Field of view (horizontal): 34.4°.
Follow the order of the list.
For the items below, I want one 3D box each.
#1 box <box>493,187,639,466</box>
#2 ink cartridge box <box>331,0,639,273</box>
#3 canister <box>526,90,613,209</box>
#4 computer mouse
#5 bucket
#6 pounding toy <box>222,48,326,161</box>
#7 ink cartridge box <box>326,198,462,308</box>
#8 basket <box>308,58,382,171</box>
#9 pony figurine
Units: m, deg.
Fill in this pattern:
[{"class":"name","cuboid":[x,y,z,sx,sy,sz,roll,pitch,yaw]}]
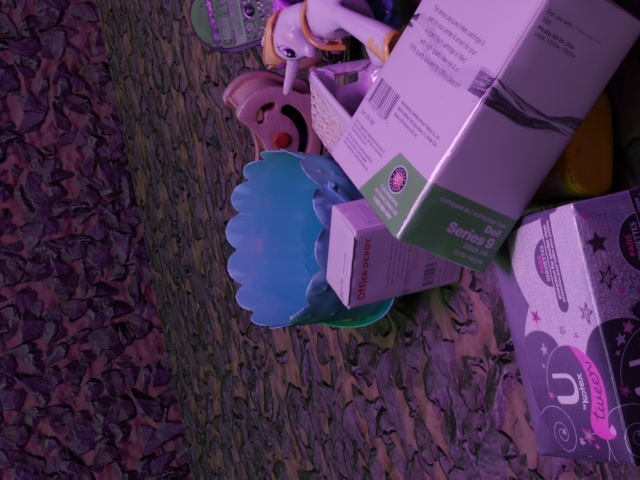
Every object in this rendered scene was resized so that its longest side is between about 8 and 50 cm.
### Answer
[{"class":"box","cuboid":[0.283,0.082,1.016,0.163,0.142,0.247,160,97,-68]},{"class":"ink cartridge box","cuboid":[0.157,-0.147,1.040,0.289,0.122,0.211,-59,29,17]},{"class":"canister","cuboid":[0.227,-0.094,1.105,0.170,0.073,0.126,-11,75,58]},{"class":"computer mouse","cuboid":[-0.071,-0.354,1.602,0.272,0.072,0.188,1,108,21]},{"class":"bucket","cuboid":[0.000,0.000,1.535,0.281,0.183,0.281,-1,89,59]},{"class":"pounding toy","cuboid":[-0.064,-0.185,1.700,0.155,0.154,0.269,-129,34,-49]},{"class":"ink cartridge box","cuboid":[0.102,0.005,1.369,0.072,0.175,0.127,-128,34,-47]},{"class":"basket","cuboid":[0.062,-0.169,1.462,0.167,0.113,0.103,-124,28,-44]},{"class":"pony figurine","cuboid":[0.000,-0.362,1.312,0.363,0.303,0.350,10,114,58]}]
